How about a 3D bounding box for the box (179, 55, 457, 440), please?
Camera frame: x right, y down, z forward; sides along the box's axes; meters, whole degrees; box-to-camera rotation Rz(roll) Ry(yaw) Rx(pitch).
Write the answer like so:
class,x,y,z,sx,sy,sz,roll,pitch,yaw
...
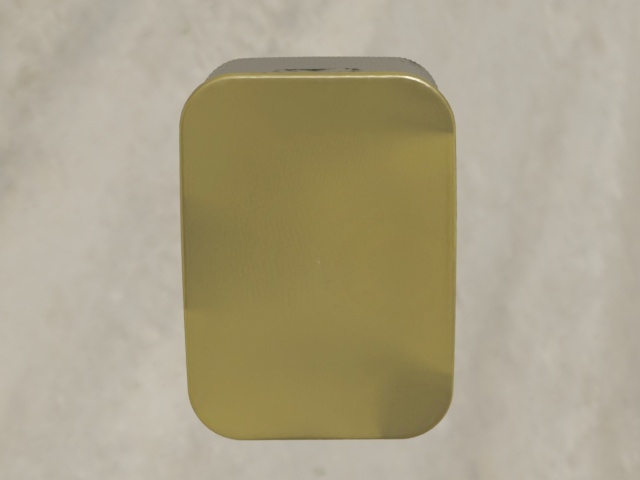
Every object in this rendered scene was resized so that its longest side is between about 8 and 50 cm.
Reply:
class,x,y,z,sx,sy,sz,roll,pitch,yaw
box,0.000,0.000,1.017,0.090,0.144,0.201,-86,174,-74
